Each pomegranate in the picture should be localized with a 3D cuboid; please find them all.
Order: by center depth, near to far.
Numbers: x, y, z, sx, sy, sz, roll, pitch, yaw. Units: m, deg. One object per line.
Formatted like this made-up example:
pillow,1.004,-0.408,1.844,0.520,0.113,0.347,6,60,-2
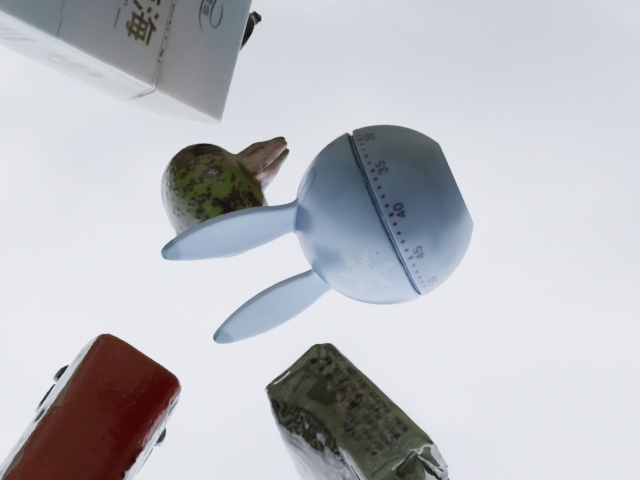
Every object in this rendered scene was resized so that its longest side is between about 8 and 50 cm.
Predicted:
pomegranate,-0.108,-0.054,1.631,0.163,0.125,0.138,-35,-100,-35

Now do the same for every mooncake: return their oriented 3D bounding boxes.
mooncake,0.054,0.269,1.654,0.136,0.250,0.254,-35,-135,-13

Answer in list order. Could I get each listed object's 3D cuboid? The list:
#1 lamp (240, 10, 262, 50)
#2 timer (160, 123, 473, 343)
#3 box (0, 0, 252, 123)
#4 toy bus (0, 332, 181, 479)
lamp,-0.166,-0.297,1.758,0.147,0.227,0.172,-32,-146,17
timer,0.012,-0.014,1.254,0.255,0.175,0.175,-10,-163,25
box,-0.135,-0.177,0.831,0.067,0.155,0.243,10,173,37
toy bus,-0.220,0.202,1.233,0.121,0.120,0.265,34,-137,-4
